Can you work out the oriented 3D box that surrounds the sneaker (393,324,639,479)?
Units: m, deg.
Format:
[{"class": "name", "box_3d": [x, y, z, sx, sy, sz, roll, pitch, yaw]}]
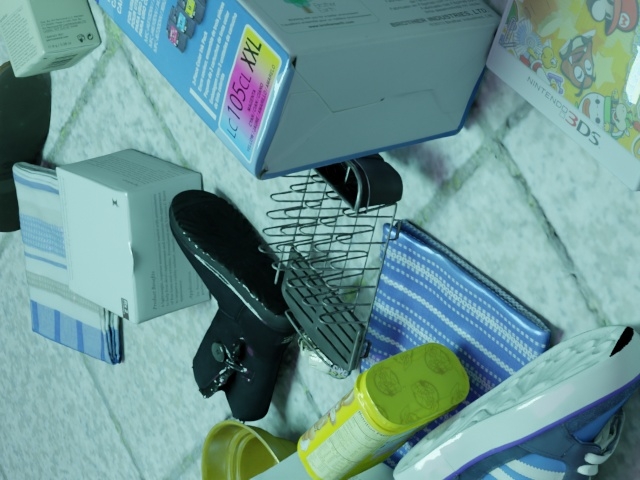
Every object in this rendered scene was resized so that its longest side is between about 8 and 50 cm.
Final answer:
[{"class": "sneaker", "box_3d": [0.243, 0.241, 1.397, 0.236, 0.130, 0.323, 50, 127, -2]}]

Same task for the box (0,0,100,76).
[{"class": "box", "box_3d": [-0.402, -0.372, 2.010, 0.113, 0.094, 0.275, -20, 87, 54]}]

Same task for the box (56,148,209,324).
[{"class": "box", "box_3d": [-0.247, -0.009, 1.929, 0.182, 0.119, 0.181, 21, 119, 48]}]

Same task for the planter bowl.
[{"class": "planter bowl", "box_3d": [-0.052, 0.315, 1.823, 0.217, 0.090, 0.217, 26, 124, 47]}]

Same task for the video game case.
[{"class": "video game case", "box_3d": [0.247, -0.190, 1.267, 0.206, 0.026, 0.227, 46, 137, 32]}]

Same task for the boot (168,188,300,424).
[{"class": "boot", "box_3d": [-0.127, 0.086, 1.825, 0.246, 0.094, 0.207, 46, 133, 24]}]

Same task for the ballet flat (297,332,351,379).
[{"class": "ballet flat", "box_3d": [0.000, 0.133, 1.693, 0.114, 0.041, 0.041, -141, 44, -65]}]

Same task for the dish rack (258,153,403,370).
[{"class": "dish rack", "box_3d": [0.000, 0.000, 1.599, 0.208, 0.074, 0.272, 49, 135, 48]}]

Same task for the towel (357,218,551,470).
[{"class": "towel", "box_3d": [0.123, 0.172, 1.574, 0.243, 0.040, 0.336, 38, 132, 38]}]

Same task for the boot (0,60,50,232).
[{"class": "boot", "box_3d": [-0.478, -0.160, 2.200, 0.115, 0.112, 0.305, 58, 145, 38]}]

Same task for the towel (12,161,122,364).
[{"class": "towel", "box_3d": [-0.375, 0.033, 2.161, 0.209, 0.034, 0.285, 17, 119, 37]}]

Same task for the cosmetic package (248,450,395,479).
[{"class": "cosmetic package", "box_3d": [0.041, 0.443, 1.663, 0.217, 0.156, 0.385, 28, 133, 42]}]

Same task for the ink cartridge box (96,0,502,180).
[{"class": "ink cartridge box", "box_3d": [-0.053, -0.254, 1.434, 0.395, 0.270, 0.151, 50, 135, 29]}]

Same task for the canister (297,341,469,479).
[{"class": "canister", "box_3d": [0.061, 0.184, 1.532, 0.073, 0.126, 0.170, 59, 141, 16]}]
